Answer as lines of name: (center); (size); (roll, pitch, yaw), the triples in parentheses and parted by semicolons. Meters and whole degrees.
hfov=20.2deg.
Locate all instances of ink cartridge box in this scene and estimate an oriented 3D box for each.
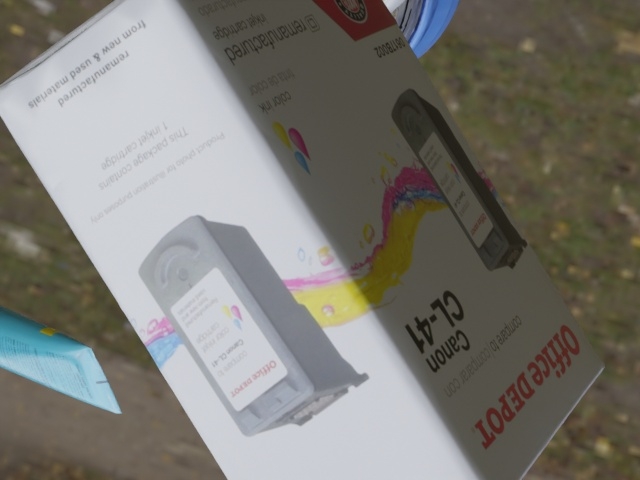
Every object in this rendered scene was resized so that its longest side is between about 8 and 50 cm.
ink cartridge box: (0.000, 0.000, 0.959); (0.131, 0.226, 0.306); (-33, 91, 28)

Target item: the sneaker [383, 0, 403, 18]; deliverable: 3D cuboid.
sneaker: (0.018, -0.211, 1.505); (0.169, 0.108, 0.293); (-8, 179, -40)

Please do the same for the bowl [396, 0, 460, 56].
bowl: (-0.043, -0.313, 1.795); (0.391, 0.077, 0.391); (16, 132, 19)

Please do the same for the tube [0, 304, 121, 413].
tube: (-0.259, 0.094, 1.574); (0.207, 0.052, 0.080); (19, 147, 37)
